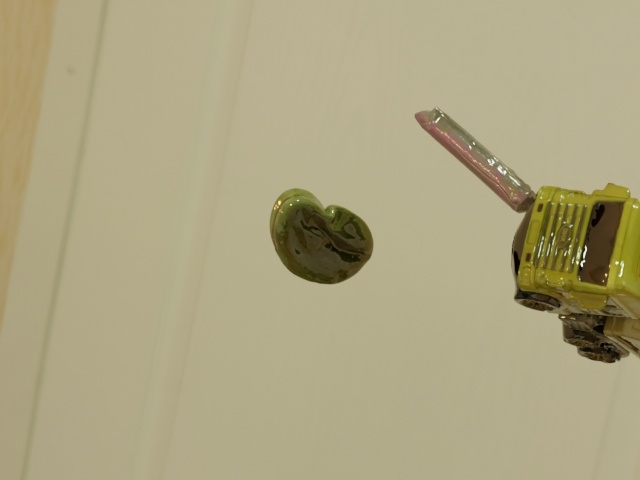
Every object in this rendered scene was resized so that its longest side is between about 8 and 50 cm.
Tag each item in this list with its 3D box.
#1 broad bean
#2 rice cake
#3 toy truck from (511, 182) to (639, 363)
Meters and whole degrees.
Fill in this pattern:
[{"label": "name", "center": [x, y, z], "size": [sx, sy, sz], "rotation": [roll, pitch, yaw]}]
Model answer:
[{"label": "broad bean", "center": [0.000, -0.001, 1.714], "size": [0.206, 0.153, 0.072], "rotation": [40, 6, -20]}, {"label": "rice cake", "center": [0.256, -0.138, 1.603], "size": [0.270, 0.049, 0.055], "rotation": [47, -7, 27]}, {"label": "toy truck", "center": [0.456, 0.066, 1.439], "size": [0.254, 0.181, 0.405], "rotation": [2, -20, 37]}]
